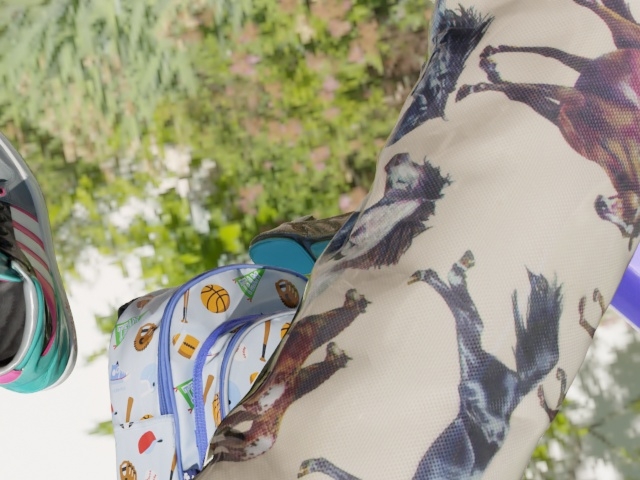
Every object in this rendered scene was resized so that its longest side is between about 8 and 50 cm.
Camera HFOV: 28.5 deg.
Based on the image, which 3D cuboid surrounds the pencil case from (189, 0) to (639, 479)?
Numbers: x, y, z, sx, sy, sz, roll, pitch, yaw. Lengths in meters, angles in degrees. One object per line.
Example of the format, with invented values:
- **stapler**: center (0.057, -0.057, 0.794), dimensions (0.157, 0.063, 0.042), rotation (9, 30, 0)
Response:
- **pencil case**: center (0.059, 0.037, 0.696), dimensions (0.160, 0.410, 0.183), rotation (39, 162, -32)

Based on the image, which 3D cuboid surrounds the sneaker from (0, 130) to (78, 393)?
- **sneaker**: center (-0.328, 0.010, 1.194), dimensions (0.123, 0.296, 0.178), rotation (-22, 178, 2)

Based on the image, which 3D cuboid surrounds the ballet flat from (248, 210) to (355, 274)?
- **ballet flat**: center (0.000, 0.000, 1.519), dimensions (0.206, 0.073, 0.067), rotation (-2, -140, 44)

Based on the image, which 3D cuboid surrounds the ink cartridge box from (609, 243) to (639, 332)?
- **ink cartridge box**: center (0.305, 0.031, 0.925), dimensions (0.208, 0.206, 0.045), rotation (-44, 172, -48)

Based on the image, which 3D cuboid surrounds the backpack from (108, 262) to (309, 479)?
- **backpack**: center (-0.073, 0.154, 1.165), dimensions (0.213, 0.263, 0.276), rotation (-27, 164, 38)
